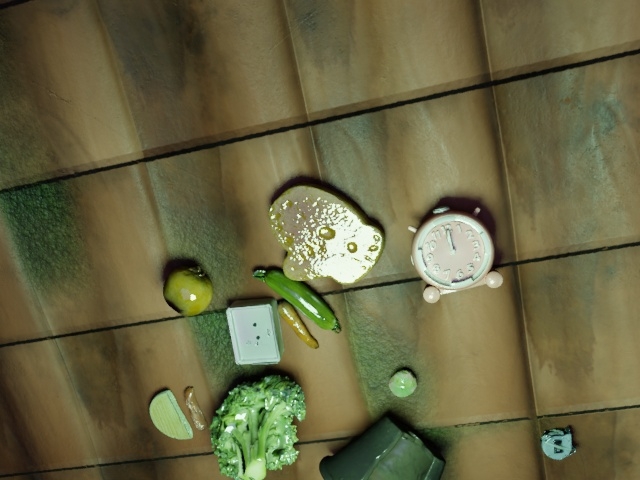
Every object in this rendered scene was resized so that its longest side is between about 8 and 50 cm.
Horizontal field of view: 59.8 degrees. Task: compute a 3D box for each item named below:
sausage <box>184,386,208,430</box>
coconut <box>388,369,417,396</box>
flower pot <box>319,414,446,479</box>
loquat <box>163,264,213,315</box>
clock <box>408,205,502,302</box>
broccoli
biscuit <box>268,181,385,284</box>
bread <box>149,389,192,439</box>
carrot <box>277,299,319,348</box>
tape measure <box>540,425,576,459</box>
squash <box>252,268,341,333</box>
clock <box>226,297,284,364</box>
[{"bbox_3d":[-0.413,0.556,1.835,0.036,0.042,0.158,-3,107,48],"label":"sausage"},{"bbox_3d":[0.251,0.431,1.684,0.083,0.081,0.082,21,95,11],"label":"coconut"},{"bbox_3d":[0.212,0.685,1.662,0.379,0.379,0.251,35,86,-3],"label":"flower pot"},{"bbox_3d":[-0.396,0.150,1.665,0.163,0.137,0.163,2,95,23],"label":"loquat"},{"bbox_3d":[0.361,0.024,1.530,0.226,0.142,0.242,-16,93,12],"label":"clock"},{"bbox_3d":[-0.165,0.586,1.693,0.375,0.302,0.249,-46,134,12],"label":"broccoli"},{"bbox_3d":[0.000,0.000,1.606,0.343,0.057,0.288,33,107,-2],"label":"biscuit"},{"bbox_3d":[-0.510,0.587,1.858,0.112,0.036,0.193,-18,106,17],"label":"bread"},{"bbox_3d":[-0.066,0.262,1.699,0.047,0.047,0.191,-34,100,15],"label":"carrot"},{"bbox_3d":[0.717,0.615,1.682,0.094,0.054,0.091,-20,96,11],"label":"tape measure"},{"bbox_3d":[-0.058,0.173,1.655,0.318,0.071,0.080,36,112,-2],"label":"squash"},{"bbox_3d":[-0.199,0.278,1.706,0.146,0.071,0.192,-6,105,9],"label":"clock"}]
